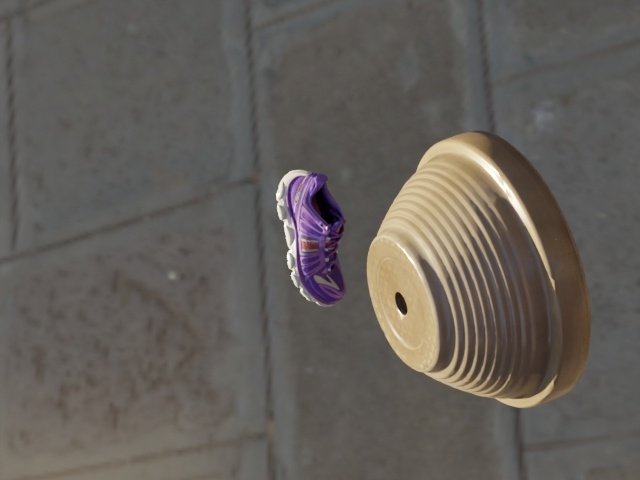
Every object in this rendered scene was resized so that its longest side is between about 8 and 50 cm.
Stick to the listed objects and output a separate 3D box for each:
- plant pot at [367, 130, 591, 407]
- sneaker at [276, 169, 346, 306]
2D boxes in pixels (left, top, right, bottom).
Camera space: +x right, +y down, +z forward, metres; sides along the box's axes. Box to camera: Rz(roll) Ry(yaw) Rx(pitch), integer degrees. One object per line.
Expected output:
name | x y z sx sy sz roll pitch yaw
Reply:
plant pot | 0.112 0.035 1.338 0.237 0.110 0.237 49 148 46
sneaker | 0.000 0.000 1.870 0.071 0.068 0.170 0 117 35
